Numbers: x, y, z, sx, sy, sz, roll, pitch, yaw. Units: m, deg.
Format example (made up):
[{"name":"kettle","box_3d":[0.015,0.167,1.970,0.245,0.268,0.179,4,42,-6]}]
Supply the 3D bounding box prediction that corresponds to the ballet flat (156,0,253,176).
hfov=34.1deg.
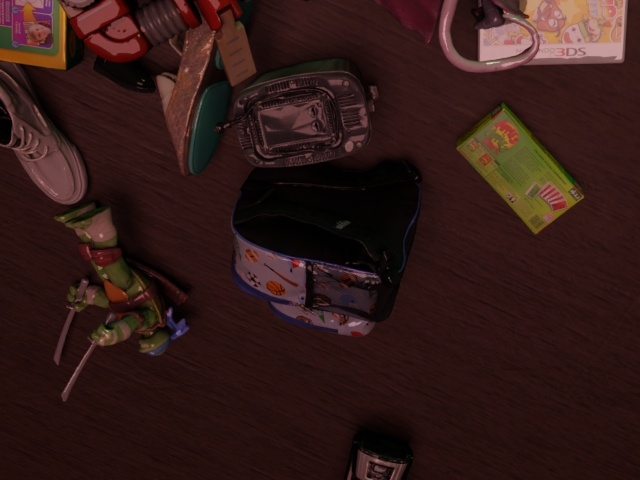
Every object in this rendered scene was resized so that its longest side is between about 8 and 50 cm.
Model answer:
[{"name":"ballet flat","box_3d":[-0.181,-0.253,1.535,0.106,0.107,0.316,25,109,19]}]

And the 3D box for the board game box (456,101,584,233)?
[{"name":"board game box","box_3d":[0.296,-0.107,1.549,0.092,0.043,0.181,-40,102,20]}]

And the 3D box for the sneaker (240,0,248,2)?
[{"name":"sneaker","box_3d":[-0.041,-0.361,1.451,0.170,0.063,0.074,-33,120,-22]}]

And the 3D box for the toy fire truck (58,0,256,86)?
[{"name":"toy fire truck","box_3d":[-0.196,-0.293,1.381,0.217,0.158,0.246,-28,106,8]}]

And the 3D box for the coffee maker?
[{"name":"coffee maker","box_3d":[0.077,0.418,1.748,0.120,0.171,0.178,15,93,-22]}]

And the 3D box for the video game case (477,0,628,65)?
[{"name":"video game case","box_3d":[0.323,-0.357,1.452,0.206,0.026,0.227,0,112,8]}]

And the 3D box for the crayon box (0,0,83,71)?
[{"name":"crayon box","box_3d":[-0.431,-0.397,1.507,0.165,0.081,0.278,9,113,4]}]

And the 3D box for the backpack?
[{"name":"backpack","box_3d":[0.000,0.000,1.533,0.263,0.276,0.213,16,126,4]}]

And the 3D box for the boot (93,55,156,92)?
[{"name":"boot","box_3d":[-0.285,-0.282,1.537,0.121,0.045,0.099,29,117,24]}]

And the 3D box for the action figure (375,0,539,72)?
[{"name":"action figure","box_3d":[0.133,-0.415,1.292,0.248,0.275,0.370,-13,141,-4]}]

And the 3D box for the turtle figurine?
[{"name":"turtle figurine","box_3d":[-0.364,0.090,1.637,0.275,0.198,0.266,-15,105,9]}]

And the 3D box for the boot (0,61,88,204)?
[{"name":"boot","box_3d":[-0.455,-0.153,1.587,0.095,0.123,0.258,-25,107,17]}]

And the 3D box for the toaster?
[{"name":"toaster","box_3d":[-0.030,-0.185,1.504,0.227,0.146,0.129,-10,110,11]}]
